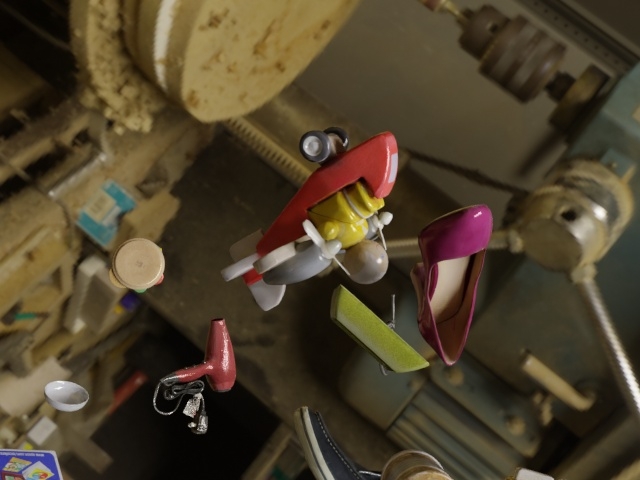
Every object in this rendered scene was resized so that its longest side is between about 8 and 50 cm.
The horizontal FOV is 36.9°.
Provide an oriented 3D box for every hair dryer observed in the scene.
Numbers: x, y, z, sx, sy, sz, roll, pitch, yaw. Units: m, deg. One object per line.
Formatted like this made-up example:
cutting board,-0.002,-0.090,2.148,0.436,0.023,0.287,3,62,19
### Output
hair dryer,-0.294,0.332,2.427,0.223,0.080,0.293,52,51,-50

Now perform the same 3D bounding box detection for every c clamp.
c clamp,0.127,0.188,1.856,0.160,0.022,0.137,-31,117,-73

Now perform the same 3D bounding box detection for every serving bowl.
serving bowl,-0.481,0.298,1.806,0.083,0.083,0.027,-29,141,-67

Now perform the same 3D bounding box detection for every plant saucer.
plant saucer,0.082,0.155,1.574,0.045,0.188,0.188,-47,178,-6

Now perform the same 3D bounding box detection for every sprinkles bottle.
sprinkles bottle,0.167,0.428,1.616,0.121,0.121,0.355,-50,174,-5

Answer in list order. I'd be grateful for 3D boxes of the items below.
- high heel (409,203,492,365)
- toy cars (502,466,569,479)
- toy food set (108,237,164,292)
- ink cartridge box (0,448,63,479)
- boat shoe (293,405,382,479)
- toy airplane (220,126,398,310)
high heel,0.234,0.076,1.588,0.127,0.181,0.377,-15,160,-7
toy cars,0.392,0.433,1.607,0.393,0.176,0.087,20,87,-51
toy food set,-0.280,0.038,1.476,0.020,0.082,0.083,154,-52,-72
ink cartridge box,-0.561,0.496,1.640,0.303,0.307,0.072,18,126,-46
boat shoe,0.110,0.550,2.007,0.156,0.500,0.187,-34,168,-7
toy airplane,0.000,0.000,1.844,0.386,0.272,0.384,-45,171,-26
